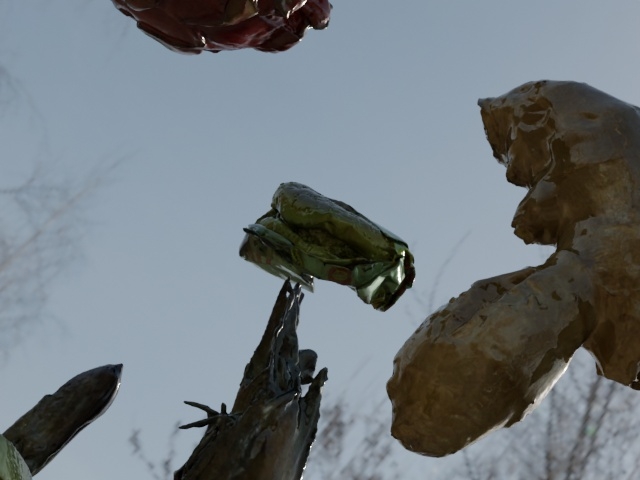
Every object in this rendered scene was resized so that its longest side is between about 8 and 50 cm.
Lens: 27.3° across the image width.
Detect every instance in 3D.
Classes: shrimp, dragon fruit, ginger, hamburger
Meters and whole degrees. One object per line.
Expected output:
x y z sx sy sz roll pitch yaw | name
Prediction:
-0.146 0.203 1.153 0.272 0.445 0.085 34 -21 -5 | shrimp
-0.140 -0.360 1.526 0.277 0.277 0.342 10 -28 42 | dragon fruit
0.242 0.015 0.877 0.363 0.348 0.122 4 -39 10 | ginger
-0.003 0.000 1.648 0.235 0.125 0.214 27 -5 -32 | hamburger

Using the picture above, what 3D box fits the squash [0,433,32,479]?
-0.333 0.193 0.942 0.252 0.049 0.252 -6 -40 -5 | squash
